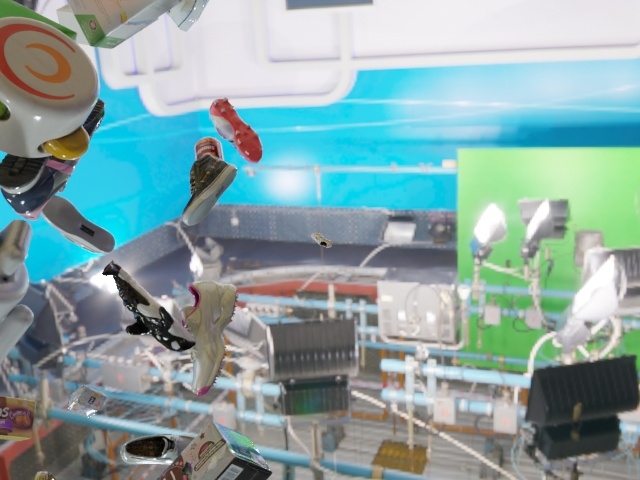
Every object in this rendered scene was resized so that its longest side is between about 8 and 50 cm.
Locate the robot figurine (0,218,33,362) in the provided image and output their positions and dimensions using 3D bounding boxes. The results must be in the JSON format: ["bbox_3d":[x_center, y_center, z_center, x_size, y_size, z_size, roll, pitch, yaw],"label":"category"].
[{"bbox_3d":[-0.607,0.091,1.098,0.353,0.300,0.200,-43,-154,10],"label":"robot figurine"}]

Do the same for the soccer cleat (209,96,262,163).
[{"bbox_3d":[-0.252,-0.315,2.078,0.083,0.248,0.095,-25,161,-33],"label":"soccer cleat"}]

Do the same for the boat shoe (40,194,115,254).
[{"bbox_3d":[-0.727,-0.036,2.047,0.084,0.258,0.095,-16,-139,41],"label":"boat shoe"}]

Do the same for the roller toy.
[{"bbox_3d":[-0.457,-0.233,1.094,0.209,0.191,0.146,15,141,-35],"label":"roller toy"}]

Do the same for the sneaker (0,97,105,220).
[{"bbox_3d":[-0.557,-0.179,1.477,0.112,0.131,0.319,18,-129,14],"label":"sneaker"}]

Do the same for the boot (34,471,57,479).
[{"bbox_3d":[-0.546,0.593,1.603,0.165,0.213,0.077,-13,-147,4],"label":"boot"}]

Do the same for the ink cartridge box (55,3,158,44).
[{"bbox_3d":[-0.547,-0.587,1.817,0.158,0.092,0.218,12,-138,18],"label":"ink cartridge box"}]

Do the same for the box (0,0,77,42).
[{"bbox_3d":[-0.604,-0.325,1.291,0.262,0.231,0.127,27,-135,-4],"label":"box"}]

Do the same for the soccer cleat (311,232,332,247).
[{"bbox_3d":[0.000,0.000,2.297,0.083,0.029,0.035,29,-147,23],"label":"soccer cleat"}]

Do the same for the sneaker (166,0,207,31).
[{"bbox_3d":[-0.352,-0.629,1.845,0.091,0.094,0.258,32,160,-21],"label":"sneaker"}]

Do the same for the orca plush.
[{"bbox_3d":[-0.433,0.182,1.686,0.102,0.287,0.151,-46,-152,-16],"label":"orca plush"}]

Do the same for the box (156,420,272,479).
[{"bbox_3d":[-0.275,0.590,1.705,0.247,0.163,0.142,-48,-136,-1],"label":"box"}]

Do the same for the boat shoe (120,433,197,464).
[{"bbox_3d":[-0.418,0.560,1.878,0.227,0.079,0.081,0,154,-19],"label":"boat shoe"}]

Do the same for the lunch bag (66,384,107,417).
[{"bbox_3d":[-0.614,0.421,1.841,0.083,0.071,0.053,-39,-146,19],"label":"lunch bag"}]

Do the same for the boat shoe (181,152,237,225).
[{"bbox_3d":[-0.263,-0.112,1.523,0.083,0.065,0.183,28,-125,11],"label":"boat shoe"}]

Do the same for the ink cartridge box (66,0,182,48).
[{"bbox_3d":[-0.432,-0.537,1.516,0.212,0.154,0.093,-27,-179,21],"label":"ink cartridge box"}]

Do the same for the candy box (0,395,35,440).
[{"bbox_3d":[-0.895,0.492,1.949,0.053,0.109,0.186,-18,151,28],"label":"candy box"}]

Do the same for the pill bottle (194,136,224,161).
[{"bbox_3d":[-0.329,-0.234,2.087,0.086,0.086,0.152,-6,-137,-11],"label":"pill bottle"}]

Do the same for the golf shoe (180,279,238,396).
[{"bbox_3d":[-0.309,0.246,1.808,0.140,0.306,0.115,20,153,-22],"label":"golf shoe"}]
